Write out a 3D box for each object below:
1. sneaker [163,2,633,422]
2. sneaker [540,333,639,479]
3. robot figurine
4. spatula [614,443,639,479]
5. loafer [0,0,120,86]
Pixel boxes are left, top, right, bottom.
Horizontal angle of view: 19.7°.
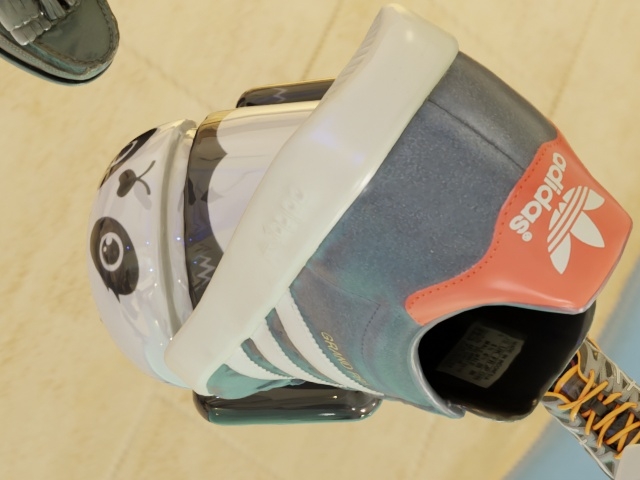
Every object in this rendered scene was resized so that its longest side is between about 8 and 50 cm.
[{"bbox_3d":[0.031,0.029,0.821,0.148,0.350,0.131,34,72,0],"label":"sneaker"},{"bbox_3d":[0.230,0.138,1.524,0.084,0.215,0.083,-53,147,6],"label":"sneaker"},{"bbox_3d":[-0.001,0.000,1.091,0.209,0.278,0.173,-45,129,-73],"label":"robot figurine"},{"bbox_3d":[0.184,0.199,0.931,0.019,0.168,0.242,37,58,-28],"label":"spatula"},{"bbox_3d":[-0.237,-0.216,1.276,0.267,0.084,0.096,47,68,-11],"label":"loafer"}]
